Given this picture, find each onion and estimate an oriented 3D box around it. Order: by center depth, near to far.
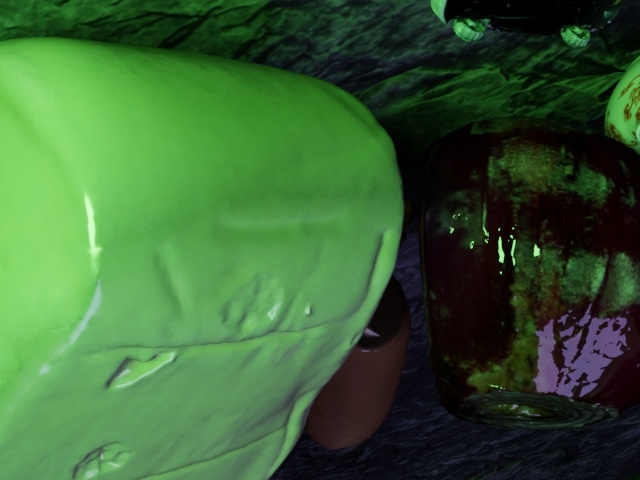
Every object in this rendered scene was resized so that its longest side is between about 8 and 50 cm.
[{"bbox_3d":[0.228,0.037,1.362,0.260,0.282,0.337,1,148,15],"label":"onion"}]

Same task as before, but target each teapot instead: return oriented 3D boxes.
[{"bbox_3d":[0.355,-0.129,1.417,0.245,0.116,0.159,2,132,-39],"label":"teapot"}]

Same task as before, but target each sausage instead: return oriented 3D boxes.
[{"bbox_3d":[0.031,0.133,1.633,0.121,0.121,0.304,-18,155,-13],"label":"sausage"}]

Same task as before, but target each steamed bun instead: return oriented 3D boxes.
[{"bbox_3d":[-0.174,0.043,1.083,0.371,0.290,0.456,1,136,-47],"label":"steamed bun"}]

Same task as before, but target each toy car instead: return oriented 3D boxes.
[{"bbox_3d":[0.174,-0.203,1.172,0.204,0.056,0.095,-1,147,-34],"label":"toy car"}]

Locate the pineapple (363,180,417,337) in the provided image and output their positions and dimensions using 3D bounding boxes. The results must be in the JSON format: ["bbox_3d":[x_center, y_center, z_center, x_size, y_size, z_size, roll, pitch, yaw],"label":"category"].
[{"bbox_3d":[-0.005,-0.003,1.358,0.161,0.158,0.334,-59,167,-17],"label":"pineapple"}]
